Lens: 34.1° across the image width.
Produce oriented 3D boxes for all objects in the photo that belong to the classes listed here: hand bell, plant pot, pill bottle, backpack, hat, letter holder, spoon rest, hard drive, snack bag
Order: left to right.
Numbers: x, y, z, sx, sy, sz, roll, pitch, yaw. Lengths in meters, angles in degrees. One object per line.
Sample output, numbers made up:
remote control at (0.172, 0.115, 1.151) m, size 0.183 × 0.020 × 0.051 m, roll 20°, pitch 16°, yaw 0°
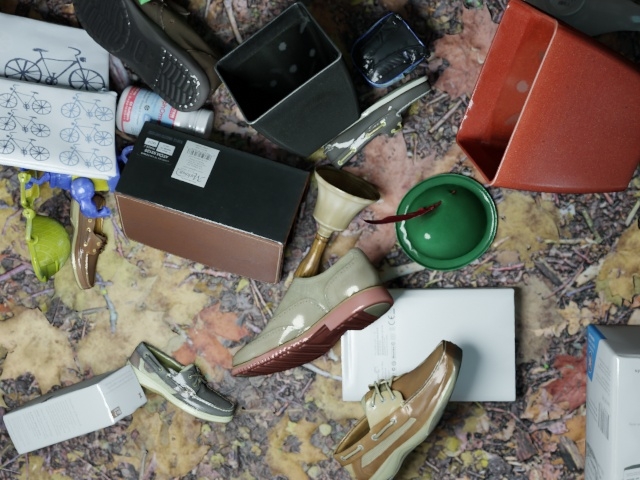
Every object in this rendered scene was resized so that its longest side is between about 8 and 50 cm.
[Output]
snack bag at (-0.502, -0.264, 1.762) m, size 0.323 × 0.037 × 0.342 m, roll 8°, pitch 55°, yaw -21°
pill bottle at (-0.276, -0.219, 1.864) m, size 0.160 × 0.087 × 0.087 m, roll 14°, pitch 97°, yaw 4°
letter holder at (-0.190, -0.057, 1.853) m, size 0.302 × 0.214 × 0.152 m, roll 17°, pitch 65°, yaw 3°
plant pot at (-0.039, -0.256, 1.775) m, size 0.187 × 0.167 × 0.188 m, roll -36°, pitch 49°, yaw 5°
hand bell at (0.000, 0.000, 1.863) m, size 0.126 × 0.126 × 0.242 m, roll 26°, pitch 110°, yaw 3°
backpack at (0.115, -0.323, 1.813) m, size 0.114 × 0.084 × 0.105 m, roll -38°, pitch 90°, yaw 3°
hard drive at (0.192, 0.187, 1.875) m, size 0.308 × 0.040 × 0.202 m, roll -1°, pitch 95°, yaw 6°
hat at (0.203, -0.019, 1.782) m, size 0.209 × 0.183 × 0.173 m, roll -26°, pitch 92°, yaw 8°
plant pot at (0.399, -0.216, 1.702) m, size 0.236 × 0.267 × 0.267 m, roll 16°, pitch 109°, yaw -12°
spoon rest at (0.482, -0.395, 1.780) m, size 0.276 × 0.084 × 0.137 m, roll 18°, pitch 96°, yaw 18°

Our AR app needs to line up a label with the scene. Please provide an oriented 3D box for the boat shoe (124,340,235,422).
boat shoe at (-0.252, 0.258, 1.911) m, size 0.224 × 0.080 × 0.073 m, roll 26°, pitch 103°, yaw 8°

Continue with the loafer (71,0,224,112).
loafer at (-0.304, -0.376, 1.851) m, size 0.366 × 0.130 × 0.134 m, roll 49°, pitch 133°, yaw 8°

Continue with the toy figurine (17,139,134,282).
toy figurine at (-0.416, -0.125, 1.825) m, size 0.217 × 0.191 × 0.362 m, roll -8°, pitch 62°, yaw -14°

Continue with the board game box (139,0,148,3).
board game box at (-0.221, -0.570, 1.787) m, size 0.317 × 0.046 × 0.213 m, roll -30°, pitch 92°, yaw -15°

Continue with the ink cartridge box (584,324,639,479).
ink cartridge box at (0.538, 0.356, 1.730) m, size 0.166 × 0.285 × 0.394 m, roll 1°, pitch 96°, yaw 6°

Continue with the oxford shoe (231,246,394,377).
oxford shoe at (-0.029, 0.136, 1.853) m, size 0.348 × 0.123 × 0.130 m, roll -32°, pitch 67°, yaw 24°

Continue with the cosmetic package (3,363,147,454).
cosmetic package at (-0.445, 0.305, 1.889) m, size 0.231 × 0.117 × 0.085 m, roll -22°, pitch 93°, yaw 24°

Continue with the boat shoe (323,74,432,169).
boat shoe at (0.104, -0.208, 1.831) m, size 0.228 × 0.081 × 0.068 m, roll -32°, pitch 94°, yaw 15°

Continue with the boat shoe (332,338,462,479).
boat shoe at (0.128, 0.301, 1.817) m, size 0.120 × 0.122 × 0.324 m, roll 30°, pitch 114°, yaw -4°

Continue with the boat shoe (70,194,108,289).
boat shoe at (-0.422, 0.002, 1.913) m, size 0.060 × 0.064 × 0.177 m, roll 0°, pitch 91°, yaw 5°
